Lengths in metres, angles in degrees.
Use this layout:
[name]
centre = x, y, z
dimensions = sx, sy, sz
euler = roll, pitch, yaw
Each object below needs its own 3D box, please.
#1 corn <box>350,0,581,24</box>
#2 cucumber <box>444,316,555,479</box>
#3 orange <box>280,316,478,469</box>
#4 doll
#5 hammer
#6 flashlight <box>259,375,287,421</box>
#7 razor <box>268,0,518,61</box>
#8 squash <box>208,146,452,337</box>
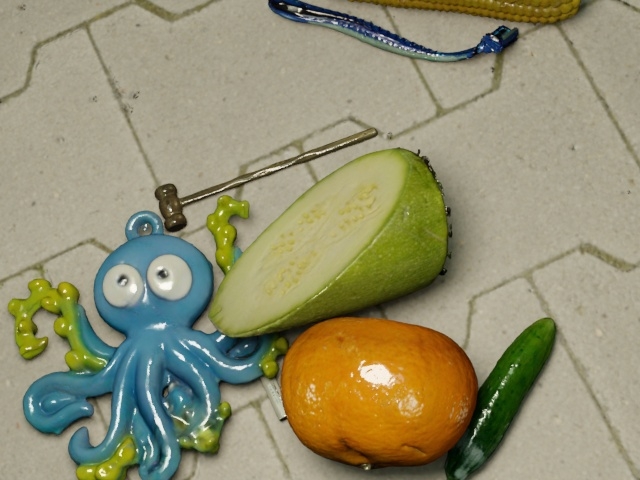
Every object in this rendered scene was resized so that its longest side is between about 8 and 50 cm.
[corn]
centre = 0.159, -0.347, 2.001
dimensions = 0.344, 0.131, 0.131
euler = 6, 73, 10
[cucumber]
centre = 0.205, 0.190, 1.852
dimensions = 0.056, 0.056, 0.250
euler = 29, 77, 16
[orange]
centre = 0.064, 0.174, 1.793
dimensions = 0.224, 0.224, 0.170
euler = 5, 85, 9
[doll]
centre = -0.210, 0.122, 1.905
dimensions = 0.346, 0.099, 0.341
euler = -12, 68, 8
[hammer]
centre = -0.065, -0.086, 2.000
dimensions = 0.292, 0.029, 0.058
euler = -20, 72, -1
[flashlight]
centre = -0.058, 0.177, 1.912
dimensions = 0.018, 0.018, 0.083
euler = -26, 70, -2
[razor]
centre = 0.083, -0.266, 2.026
dimensions = 0.324, 0.093, 0.056
euler = 12, 109, 15
[squash]
centre = 0.000, 0.000, 1.838
dimensions = 0.260, 0.189, 0.189
euler = -11, 68, -23
